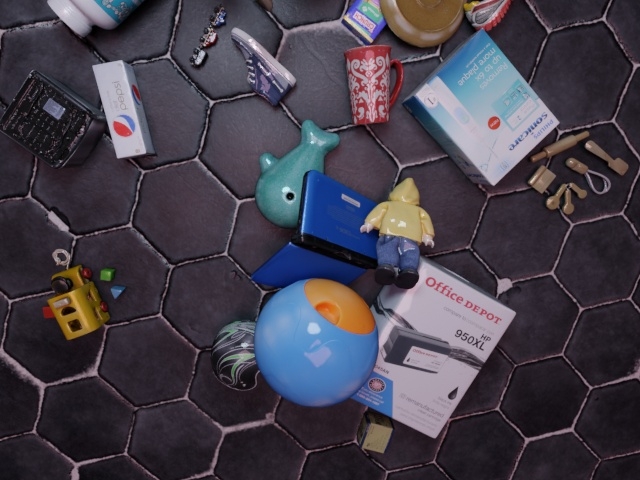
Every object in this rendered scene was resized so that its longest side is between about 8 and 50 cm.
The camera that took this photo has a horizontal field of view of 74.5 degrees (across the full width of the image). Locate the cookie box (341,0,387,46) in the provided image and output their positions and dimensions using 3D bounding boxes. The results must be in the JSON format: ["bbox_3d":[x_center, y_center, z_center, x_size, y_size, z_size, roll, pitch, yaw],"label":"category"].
[{"bbox_3d":[0.119,-0.546,1.017,0.092,0.040,0.107,37,96,-10],"label":"cookie box"}]

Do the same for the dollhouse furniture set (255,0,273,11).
[{"bbox_3d":[-0.123,-0.701,0.812,0.394,0.256,0.362,40,102,6],"label":"dollhouse furniture set"}]

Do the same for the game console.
[{"bbox_3d":[0.000,0.000,1.040,0.293,0.173,0.250,21,70,-46],"label":"game console"}]

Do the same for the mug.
[{"bbox_3d":[0.136,-0.372,1.018,0.150,0.113,0.169,-5,104,-1],"label":"mug"}]

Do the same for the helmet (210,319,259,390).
[{"bbox_3d":[-0.196,0.286,1.094,0.169,0.169,0.162,23,115,-7],"label":"helmet"}]

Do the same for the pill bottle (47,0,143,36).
[{"bbox_3d":[-0.466,-0.575,0.926,0.264,0.146,0.146,-40,100,5],"label":"pill bottle"}]

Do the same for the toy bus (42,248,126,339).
[{"bbox_3d":[-0.632,0.149,1.072,0.202,0.104,0.191,23,98,-8],"label":"toy bus"}]

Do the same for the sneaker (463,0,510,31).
[{"bbox_3d":[0.427,-0.612,0.989,0.092,0.088,0.225,31,97,-26],"label":"sneaker"}]

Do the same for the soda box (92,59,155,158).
[{"bbox_3d":[-0.471,-0.310,1.014,0.073,0.069,0.216,-11,100,-1],"label":"soda box"}]

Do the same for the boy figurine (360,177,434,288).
[{"bbox_3d":[0.186,-0.032,1.021,0.177,0.092,0.285,7,57,4],"label":"boy figurine"}]

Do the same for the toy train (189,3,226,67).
[{"bbox_3d":[-0.268,-0.490,1.013,0.036,0.027,0.158,28,98,-11],"label":"toy train"}]

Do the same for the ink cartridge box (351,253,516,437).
[{"bbox_3d":[0.266,0.265,1.113,0.285,0.166,0.395,28,97,-8],"label":"ink cartridge box"}]

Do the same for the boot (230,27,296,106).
[{"bbox_3d":[-0.155,-0.414,1.011,0.190,0.069,0.086,39,93,-11],"label":"boot"}]

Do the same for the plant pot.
[{"bbox_3d":[0.252,-0.587,0.998,0.236,0.032,0.236,-2,99,-16],"label":"plant pot"}]

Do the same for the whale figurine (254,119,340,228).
[{"bbox_3d":[-0.051,-0.157,1.029,0.216,0.141,0.272,28,98,-7],"label":"whale figurine"}]

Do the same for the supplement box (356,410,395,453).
[{"bbox_3d":[0.158,0.555,1.217,0.083,0.056,0.083,17,99,-6],"label":"supplement box"}]

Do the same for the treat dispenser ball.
[{"bbox_3d":[-0.009,0.231,0.970,0.288,0.288,0.288,-1,101,-3],"label":"treat dispenser ball"}]

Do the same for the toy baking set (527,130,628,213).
[{"bbox_3d":[0.680,-0.186,1.126,0.256,0.030,0.197,-30,104,3],"label":"toy baking set"}]

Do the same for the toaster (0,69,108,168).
[{"bbox_3d":[-0.616,-0.273,0.991,0.185,0.110,0.168,36,97,-9],"label":"toaster"}]

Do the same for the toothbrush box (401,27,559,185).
[{"bbox_3d":[0.386,-0.314,1.034,0.216,0.126,0.295,-44,101,5],"label":"toothbrush box"}]
